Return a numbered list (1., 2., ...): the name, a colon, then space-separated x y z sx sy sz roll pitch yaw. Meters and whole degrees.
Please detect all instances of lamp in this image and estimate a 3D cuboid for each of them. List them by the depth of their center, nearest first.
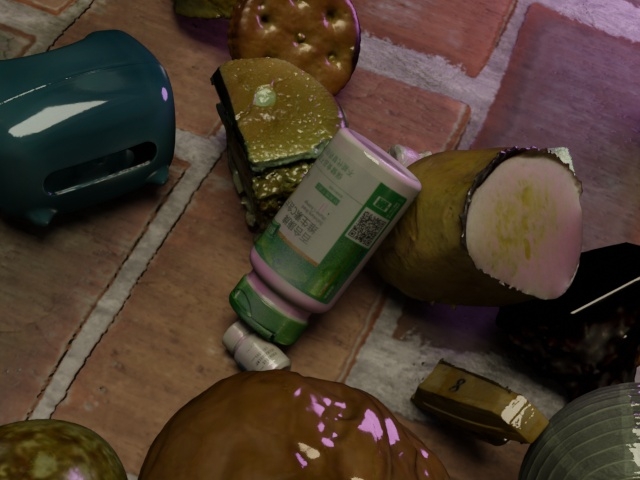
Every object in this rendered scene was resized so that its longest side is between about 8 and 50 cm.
1. lamp: 0.359 0.275 1.290 0.233 0.265 0.233 39 18 -15

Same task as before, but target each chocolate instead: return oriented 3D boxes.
1. chocolate: 0.359 0.131 1.491 0.224 0.206 0.177 -25 102 -10

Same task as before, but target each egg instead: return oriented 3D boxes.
1. egg: -0.310 0.304 1.150 0.238 0.238 0.289 20 41 6

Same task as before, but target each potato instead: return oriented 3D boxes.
1. potato: 0.179 -0.015 1.494 0.229 0.229 0.266 -40 23 -33

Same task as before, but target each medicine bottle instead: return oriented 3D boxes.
1. medicine bottle: 0.000 0.000 1.429 0.133 0.274 0.133 34 11 -8
2. medicine bottle: -0.083 0.146 1.432 0.052 0.052 0.089 -33 64 -30

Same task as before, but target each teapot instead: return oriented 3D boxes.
1. teapot: 0.136 -0.104 1.666 0.064 0.064 0.083 1 47 -20

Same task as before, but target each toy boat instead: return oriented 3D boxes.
1. toy boat: 0.194 0.205 1.364 0.068 0.088 0.226 -44 25 -19

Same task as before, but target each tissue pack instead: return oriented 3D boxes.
1. tissue pack: -0.338 -0.151 1.531 0.287 0.198 0.206 -22 57 -27

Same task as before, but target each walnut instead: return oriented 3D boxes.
1. walnut: -0.031 0.321 1.138 0.354 0.308 0.398 40 42 -30

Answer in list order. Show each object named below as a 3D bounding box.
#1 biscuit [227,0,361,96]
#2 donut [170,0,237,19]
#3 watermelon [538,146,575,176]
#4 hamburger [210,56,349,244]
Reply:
1. biscuit: -0.037 -0.312 1.720 0.220 0.220 0.066 -11 14 -18
2. donut: -0.124 -0.454 1.819 0.272 0.107 0.272 -11 33 7
3. watermelon: 0.250 -0.053 1.641 0.241 0.094 0.154 0 61 -8
4. hamburger: -0.042 -0.124 1.581 0.192 0.168 0.288 -8 54 -17
